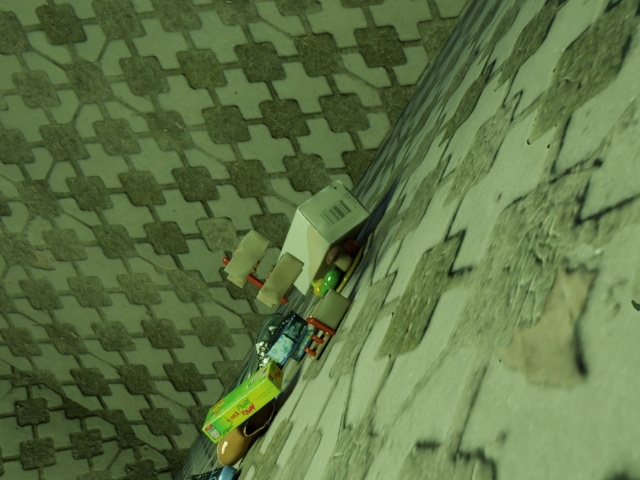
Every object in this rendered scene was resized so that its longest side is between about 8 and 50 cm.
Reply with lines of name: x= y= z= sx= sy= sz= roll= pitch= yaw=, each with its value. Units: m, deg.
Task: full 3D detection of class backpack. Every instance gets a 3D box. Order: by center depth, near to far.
backpack: x=-0.069 y=0.230 z=1.638 sx=0.114 sy=0.084 sz=0.105 roll=-55 pitch=2 yaw=-11

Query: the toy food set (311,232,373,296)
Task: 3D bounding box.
toy food set: x=0.040 y=0.058 z=1.676 sx=0.218 sy=0.071 sz=0.128 roll=-57 pitch=4 yaw=30

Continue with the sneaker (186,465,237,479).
sneaker: x=-0.259 y=0.549 z=1.571 sx=0.232 sy=0.090 sz=0.081 roll=-57 pitch=3 yaw=40

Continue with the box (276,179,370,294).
box: x=0.000 y=0.000 z=1.797 sx=0.148 sy=0.121 sz=0.311 roll=-37 pitch=-14 yaw=-25

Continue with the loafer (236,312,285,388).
loafer: x=-0.153 y=0.342 z=2.091 sx=0.084 sy=0.096 sz=0.268 roll=2 pitch=66 yaw=64

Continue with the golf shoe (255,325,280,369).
golf shoe: x=-0.145 y=0.322 z=1.919 sx=0.198 sy=0.093 sz=0.077 roll=-62 pitch=5 yaw=-23

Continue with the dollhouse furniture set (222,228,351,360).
dollhouse furniture set: x=-0.083 y=0.108 z=1.403 sx=0.135 sy=0.259 sz=0.262 roll=-57 pitch=2 yaw=-9

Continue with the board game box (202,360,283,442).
board game box: x=-0.161 y=0.338 z=1.506 sx=0.181 sy=0.043 sz=0.092 roll=-39 pitch=10 yaw=10

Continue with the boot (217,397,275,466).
boot: x=-0.162 y=0.412 z=1.553 sx=0.197 sy=0.072 sz=0.152 roll=-62 pitch=7 yaw=-8
